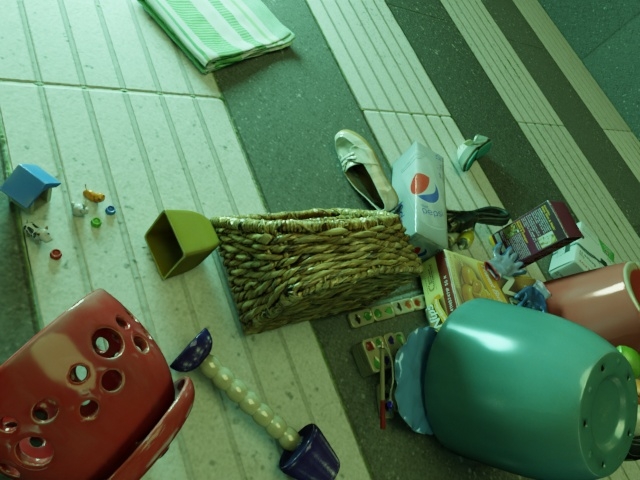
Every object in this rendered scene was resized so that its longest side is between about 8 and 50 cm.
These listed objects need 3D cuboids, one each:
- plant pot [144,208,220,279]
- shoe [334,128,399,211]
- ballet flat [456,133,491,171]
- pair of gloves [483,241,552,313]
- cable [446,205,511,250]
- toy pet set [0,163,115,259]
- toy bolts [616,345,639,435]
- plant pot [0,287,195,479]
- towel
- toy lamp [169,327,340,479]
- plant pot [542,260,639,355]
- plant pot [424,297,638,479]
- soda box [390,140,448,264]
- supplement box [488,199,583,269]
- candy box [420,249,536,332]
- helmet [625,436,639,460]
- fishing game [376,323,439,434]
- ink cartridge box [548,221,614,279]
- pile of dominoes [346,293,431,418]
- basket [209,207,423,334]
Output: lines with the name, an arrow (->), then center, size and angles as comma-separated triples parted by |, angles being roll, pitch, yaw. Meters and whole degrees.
plant pot -> -0.208, 0.001, 0.709 | 0.083, 0.081, 0.081 | -13, 70, -49
shoe -> 0.097, -0.155, 1.019 | 0.058, 0.076, 0.219 | -29, 83, -48
ballet flat -> 0.438, -0.259, 1.341 | 0.068, 0.072, 0.213 | 30, 41, 22
pair of gloves -> 0.444, 0.095, 1.014 | 0.159, 0.023, 0.198 | -21, 73, -44
cable -> 0.363, -0.042, 1.141 | 0.287, 0.072, 0.139 | -14, 35, -44
toy pet set -> -0.369, -0.057, 0.641 | 0.114, 0.065, 0.122 | 39, 47, -8
toy bolts -> 0.498, 0.302, 0.901 | 0.218, 0.228, 0.159 | 32, 40, -10
plant pot -> -0.251, 0.177, 0.492 | 0.174, 0.191, 0.191 | 47, 46, -8
towel -> -0.231, -0.517, 1.051 | 0.248, 0.038, 0.325 | 47, 47, 1
toy lamp -> -0.086, 0.241, 0.639 | 0.274, 0.080, 0.080 | 42, 47, -4
plant pot -> 0.674, 0.187, 1.086 | 0.274, 0.243, 0.275 | 18, 53, -26
plant pot -> 0.361, 0.252, 0.759 | 0.292, 0.235, 0.293 | 1, 88, -33
soda box -> 0.225, -0.090, 1.052 | 0.091, 0.098, 0.286 | 25, 51, -20
supplement box -> 0.541, -0.009, 1.155 | 0.080, 0.188, 0.104 | -1, 63, -36
candy box -> 0.371, 0.149, 1.000 | 0.316, 0.087, 0.183 | 15, 54, -29
helmet -> 0.653, 0.389, 0.999 | 0.161, 0.169, 0.170 | -3, 63, -18
fishing game -> 0.184, 0.245, 0.814 | 0.264, 0.041, 0.189 | 10, 76, -41
ink cartridge box -> 0.767, 0.067, 1.333 | 0.153, 0.087, 0.208 | 43, 48, -3
pile of dominoes -> 0.174, 0.205, 0.867 | 0.251, 0.040, 0.196 | -7, 66, -37
basket -> 0.000, 0.000, 0.759 | 0.299, 0.213, 0.223 | -6, 66, -37
